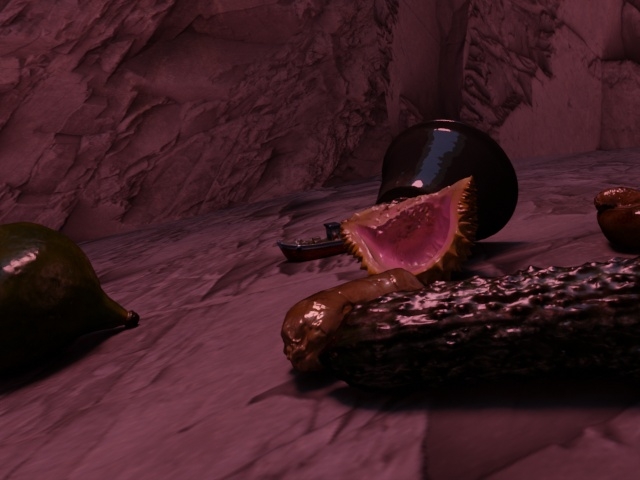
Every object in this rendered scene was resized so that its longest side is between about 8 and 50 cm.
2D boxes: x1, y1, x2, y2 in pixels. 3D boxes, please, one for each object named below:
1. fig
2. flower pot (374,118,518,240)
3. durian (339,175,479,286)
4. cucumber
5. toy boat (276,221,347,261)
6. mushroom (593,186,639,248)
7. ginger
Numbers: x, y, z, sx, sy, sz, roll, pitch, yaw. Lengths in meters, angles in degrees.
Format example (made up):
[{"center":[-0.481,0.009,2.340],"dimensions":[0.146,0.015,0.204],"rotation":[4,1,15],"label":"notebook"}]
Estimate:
[{"center":[-0.363,0.094,0.668],"dimensions":[0.203,0.203,0.235],"rotation":[-3,-28,35],"label":"fig"},{"center":[0.177,-0.058,0.810],"dimensions":[0.235,0.235,0.148],"rotation":[-2,31,39],"label":"flower pot"},{"center":[0.127,-0.001,0.690],"dimensions":[0.182,0.132,0.165],"rotation":[-21,-1,0],"label":"durian"},{"center":[0.168,0.064,0.389],"dimensions":[0.359,0.096,0.096],"rotation":[-8,10,18],"label":"cucumber"},{"center":[0.000,0.000,1.003],"dimensions":[0.172,0.059,0.069],"rotation":[-12,10,-10],"label":"toy boat"},{"center":[0.441,-0.036,0.689],"dimensions":[0.127,0.087,0.127],"rotation":[-14,10,3],"label":"mushroom"},{"center":[0.035,0.076,0.509],"dimensions":[0.190,0.069,0.095],"rotation":[-18,9,-36],"label":"ginger"}]
